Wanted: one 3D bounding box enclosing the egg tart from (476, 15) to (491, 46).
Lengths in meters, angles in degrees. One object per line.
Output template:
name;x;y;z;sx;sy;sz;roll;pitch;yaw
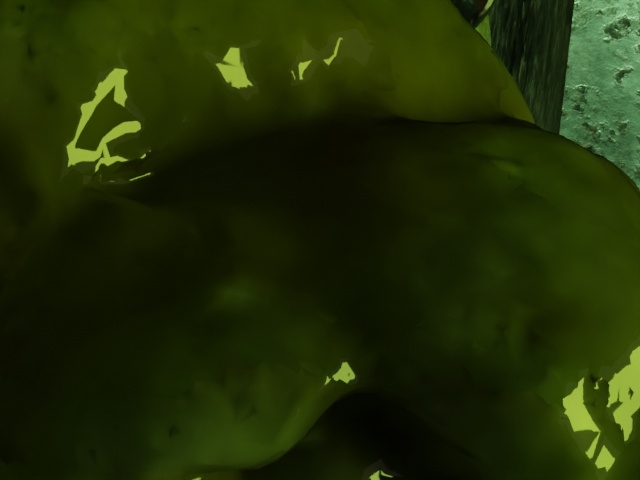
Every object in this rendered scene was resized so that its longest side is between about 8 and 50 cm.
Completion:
egg tart;0.102;-0.156;1.522;0.197;0.078;0.197;8;90;-76

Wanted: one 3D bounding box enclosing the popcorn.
popcorn;-0.044;0.019;0.490;0.334;0.292;0.293;58;38;-79

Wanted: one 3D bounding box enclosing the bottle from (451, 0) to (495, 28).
bottle;0.042;-0.201;1.050;0.271;0.143;0.156;14;86;-77
